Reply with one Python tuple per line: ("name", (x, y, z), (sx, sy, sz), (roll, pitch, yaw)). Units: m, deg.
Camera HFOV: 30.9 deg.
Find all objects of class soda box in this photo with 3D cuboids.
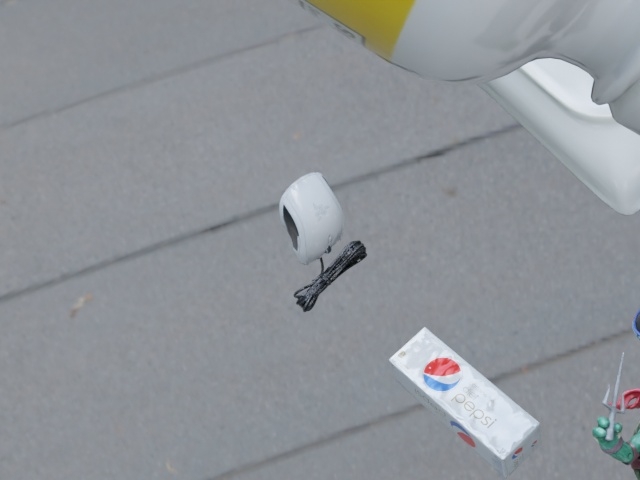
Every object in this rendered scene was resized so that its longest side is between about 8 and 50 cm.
("soda box", (0.194, 0.216, 1.562), (0.074, 0.069, 0.216), (-41, 58, -14))

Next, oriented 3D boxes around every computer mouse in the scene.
("computer mouse", (0.000, 0.000, 1.304), (0.106, 0.193, 0.042), (-38, 57, -13))

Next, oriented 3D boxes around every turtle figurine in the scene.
("turtle figurine", (0.379, 0.237, 1.230), (0.175, 0.118, 0.234), (-2, 81, 11))

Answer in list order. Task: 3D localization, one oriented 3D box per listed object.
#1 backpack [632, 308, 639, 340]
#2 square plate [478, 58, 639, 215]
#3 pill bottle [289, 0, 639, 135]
("backpack", (0.327, 0.068, 0.886), (0.158, 0.116, 0.173), (-5, 21, 35))
("square plate", (0.220, -0.256, 0.883), (0.344, 0.049, 0.347), (46, 110, 19))
("pill bottle", (0.017, -0.168, 0.356), (0.334, 0.188, 0.188), (32, 53, 2))
